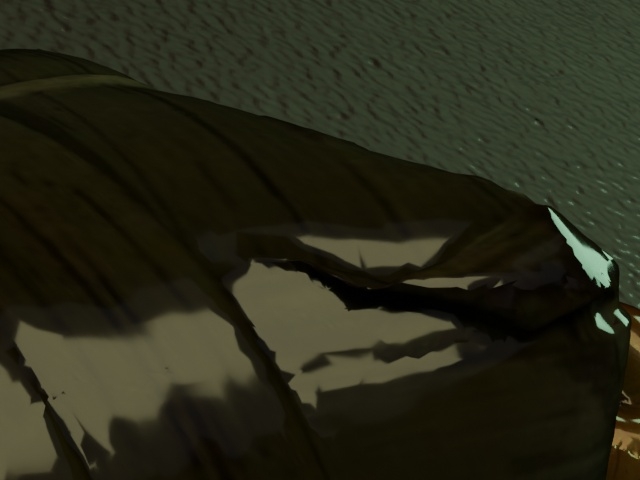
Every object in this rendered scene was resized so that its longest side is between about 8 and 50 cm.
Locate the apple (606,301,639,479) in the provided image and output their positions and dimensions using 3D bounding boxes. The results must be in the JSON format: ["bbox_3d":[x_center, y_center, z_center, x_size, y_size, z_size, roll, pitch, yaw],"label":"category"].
[{"bbox_3d":[0.104,0.087,0.765,0.146,0.146,0.146,20,28,-11],"label":"apple"}]

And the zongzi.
[{"bbox_3d":[-0.229,0.069,0.545,0.500,0.218,0.467,-14,20,-32],"label":"zongzi"}]
